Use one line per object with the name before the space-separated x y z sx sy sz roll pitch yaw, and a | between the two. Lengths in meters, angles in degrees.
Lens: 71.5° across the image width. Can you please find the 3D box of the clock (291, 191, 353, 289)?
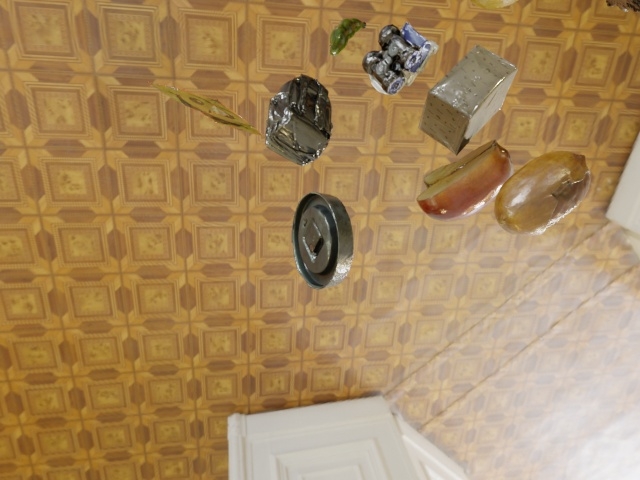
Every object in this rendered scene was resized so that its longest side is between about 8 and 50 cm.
clock | 0.000 0.000 1.275 0.056 0.281 0.280 -4 116 -30

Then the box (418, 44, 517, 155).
box | 0.537 -0.516 1.644 0.190 0.225 0.297 39 75 17

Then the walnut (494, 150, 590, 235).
walnut | 0.395 -0.087 0.785 0.207 0.116 0.115 -40 116 -10

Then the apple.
apple | 0.551 -0.240 1.718 0.365 0.328 0.295 -33 142 27

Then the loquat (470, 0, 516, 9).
loquat | 0.436 -0.680 1.065 0.213 0.213 0.212 -4 115 -9

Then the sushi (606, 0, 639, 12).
sushi | 0.730 -0.650 1.007 0.197 0.343 0.182 -34 112 30

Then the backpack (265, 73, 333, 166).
backpack | -0.049 -0.359 1.265 0.206 0.258 0.133 28 146 -31

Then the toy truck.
toy truck | 0.262 -0.581 1.447 0.177 0.161 0.213 -6 143 -44

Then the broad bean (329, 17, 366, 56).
broad bean | 0.069 -0.569 1.212 0.043 0.297 0.060 -8 124 31

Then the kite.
kite | -0.341 -0.404 1.361 0.378 0.328 0.013 22 90 -24
